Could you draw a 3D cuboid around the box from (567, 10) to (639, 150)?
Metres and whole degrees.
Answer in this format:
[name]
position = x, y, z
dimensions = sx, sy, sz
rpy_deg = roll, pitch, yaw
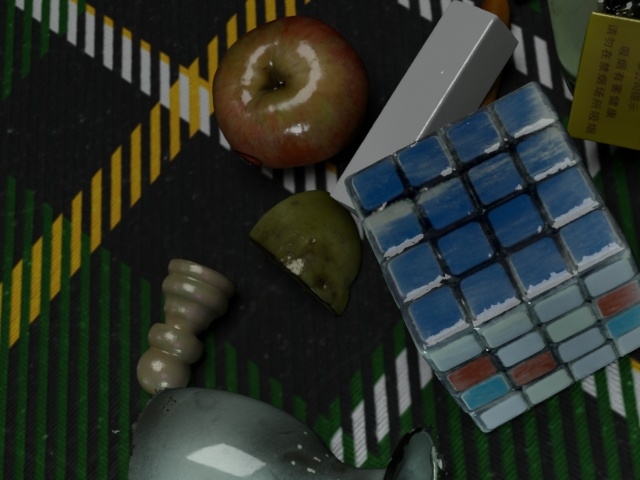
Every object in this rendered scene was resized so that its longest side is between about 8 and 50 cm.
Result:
[box]
position = 0.440, -0.171, 1.888
dimensions = 0.279, 0.041, 0.153
rpy_deg = 12, 100, 11

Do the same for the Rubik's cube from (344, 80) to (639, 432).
[Rubik's cube]
position = 0.210, 0.023, 1.826
dimensions = 0.259, 0.253, 0.256
rpy_deg = -29, 57, 6

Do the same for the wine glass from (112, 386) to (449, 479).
[wine glass]
position = -0.048, 0.273, 1.834
dimensions = 0.357, 0.190, 0.190
rpy_deg = 4, 66, 22

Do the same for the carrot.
[carrot]
position = 0.216, -0.211, 2.071
dimensions = 0.043, 0.043, 0.248
rpy_deg = 0, 67, 21

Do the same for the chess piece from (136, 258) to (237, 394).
[chess piece]
position = -0.174, 0.117, 2.024
dimensions = 0.094, 0.094, 0.170
rpy_deg = 13, 76, 26

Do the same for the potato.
[potato]
position = 0.000, 0.000, 2.018
dimensions = 0.120, 0.081, 0.149
rpy_deg = -48, 58, -5

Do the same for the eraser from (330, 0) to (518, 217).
[eraser]
position = 0.132, -0.154, 2.021
dimensions = 0.076, 0.078, 0.298
rpy_deg = 29, 85, 38

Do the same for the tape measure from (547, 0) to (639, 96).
[tape measure]
position = 0.407, -0.263, 1.983
dimensions = 0.235, 0.115, 0.207
rpy_deg = -13, 58, 14

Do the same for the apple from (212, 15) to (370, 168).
[apple]
position = -0.040, -0.188, 2.083
dimensions = 0.209, 0.164, 0.209
rpy_deg = -5, 74, 20
